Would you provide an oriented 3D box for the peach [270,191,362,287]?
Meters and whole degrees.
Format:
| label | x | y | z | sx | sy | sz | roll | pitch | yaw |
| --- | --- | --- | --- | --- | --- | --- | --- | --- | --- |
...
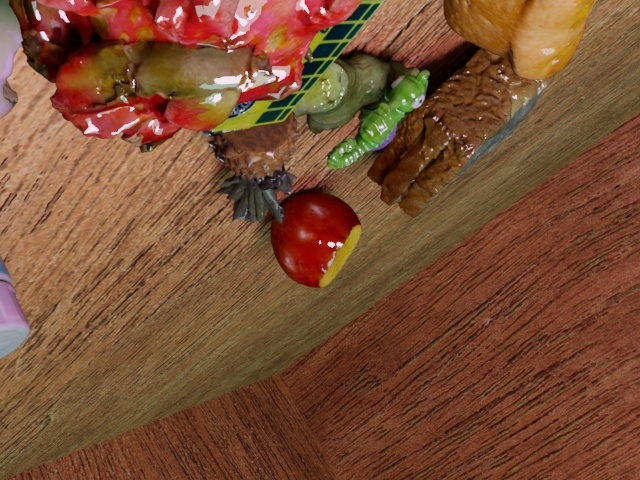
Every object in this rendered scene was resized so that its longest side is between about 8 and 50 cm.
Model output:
| label | x | y | z | sx | sy | sz | roll | pitch | yaw |
| --- | --- | --- | --- | --- | --- | --- | --- | --- | --- |
| peach | 0.000 | 0.000 | 1.479 | 0.190 | 0.192 | 0.190 | -17 | 121 | -30 |

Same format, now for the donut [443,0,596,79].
| label | x | y | z | sx | sy | sz | roll | pitch | yaw |
| --- | --- | --- | --- | --- | --- | --- | --- | --- | --- |
| donut | 0.236 | -0.325 | 0.764 | 0.299 | 0.150 | 0.317 | -43 | 156 | -61 |

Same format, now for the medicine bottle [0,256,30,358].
| label | x | y | z | sx | sy | sz | roll | pitch | yaw |
| --- | --- | --- | --- | --- | --- | --- | --- | --- | --- |
| medicine bottle | -0.423 | 0.057 | 0.880 | 0.135 | 0.168 | 0.135 | -28 | 165 | -8 |

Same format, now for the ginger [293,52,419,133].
| label | x | y | z | sx | sy | sz | roll | pitch | yaw |
| --- | --- | --- | --- | --- | --- | --- | --- | --- | --- |
| ginger | 0.049 | -0.210 | 1.112 | 0.290 | 0.089 | 0.137 | -21 | 145 | -50 |

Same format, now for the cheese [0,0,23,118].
| label | x | y | z | sx | sy | sz | roll | pitch | yaw |
| --- | --- | --- | --- | --- | --- | --- | --- | --- | --- |
| cheese | -0.272 | -0.179 | 0.566 | 0.163 | 0.082 | 0.286 | -16 | 159 | -48 |

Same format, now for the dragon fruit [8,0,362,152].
| label | x | y | z | sx | sy | sz | roll | pitch | yaw |
| --- | --- | --- | --- | --- | --- | --- | --- | --- | --- |
| dragon fruit | -0.082 | -0.207 | 0.508 | 0.302 | 0.231 | 0.237 | -50 | -177 | 5 |

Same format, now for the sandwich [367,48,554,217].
| label | x | y | z | sx | sy | sz | roll | pitch | yaw |
| --- | --- | --- | --- | --- | --- | --- | --- | --- | --- |
| sandwich | 0.250 | -0.204 | 1.300 | 0.325 | 0.131 | 0.262 | -42 | 174 | -28 |

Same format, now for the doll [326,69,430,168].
| label | x | y | z | sx | sy | sz | roll | pitch | yaw |
| --- | --- | --- | --- | --- | --- | --- | --- | --- | --- |
| doll | 0.083 | -0.165 | 1.071 | 0.190 | 0.050 | 0.115 | -45 | 166 | 17 |

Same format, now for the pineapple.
| label | x | y | z | sx | sy | sz | roll | pitch | yaw |
| --- | --- | --- | --- | --- | --- | --- | --- | --- | --- |
| pineapple | -0.084 | -0.109 | 1.080 | 0.130 | 0.119 | 0.277 | -16 | 166 | -11 |

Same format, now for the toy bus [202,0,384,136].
| label | x | y | z | sx | sy | sz | roll | pitch | yaw |
| --- | --- | --- | --- | --- | --- | --- | --- | --- | --- |
| toy bus | -0.038 | -0.232 | 0.765 | 0.150 | 0.128 | 0.262 | -17 | 162 | -45 |
